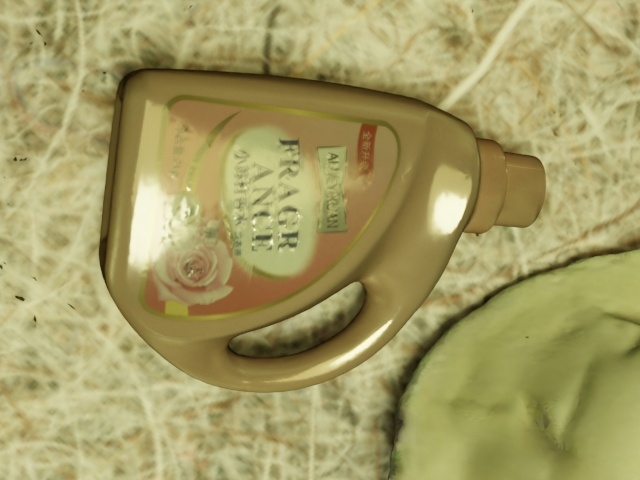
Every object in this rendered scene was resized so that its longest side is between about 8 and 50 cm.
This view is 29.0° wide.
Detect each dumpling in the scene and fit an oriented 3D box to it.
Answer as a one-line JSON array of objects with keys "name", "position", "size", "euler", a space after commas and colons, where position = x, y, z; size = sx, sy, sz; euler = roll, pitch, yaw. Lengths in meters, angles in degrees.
[{"name": "dumpling", "position": [0.150, 0.130, 0.702], "size": [0.226, 0.243, 0.175], "euler": [25, 131, 3]}]

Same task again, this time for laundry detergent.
[{"name": "laundry detergent", "position": [0.000, 0.000, 0.677], "size": [0.237, 0.076, 0.171], "euler": [7, 96, -16]}]
